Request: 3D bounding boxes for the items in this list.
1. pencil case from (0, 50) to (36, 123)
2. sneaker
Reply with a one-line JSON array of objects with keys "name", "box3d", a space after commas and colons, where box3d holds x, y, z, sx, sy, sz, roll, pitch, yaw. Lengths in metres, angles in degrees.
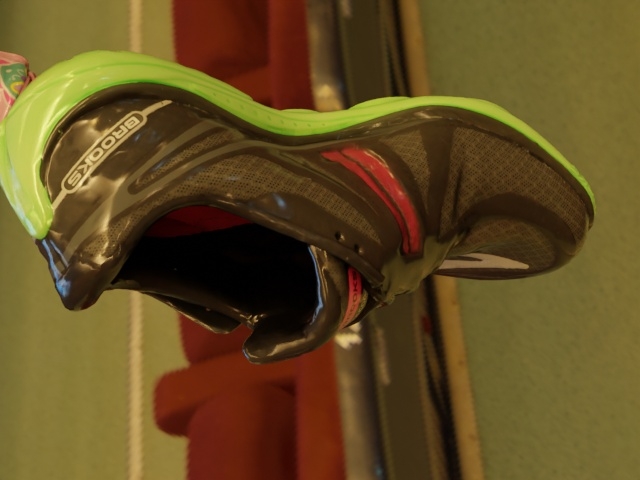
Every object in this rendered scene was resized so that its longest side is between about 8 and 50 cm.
[{"name": "pencil case", "box3d": [-0.395, -0.157, 1.225, 0.124, 0.284, 0.124, -63, 8, 17]}, {"name": "sneaker", "box3d": [0.000, 0.000, 1.016, 0.185, 0.483, 0.202, -51, 45, 46]}]
